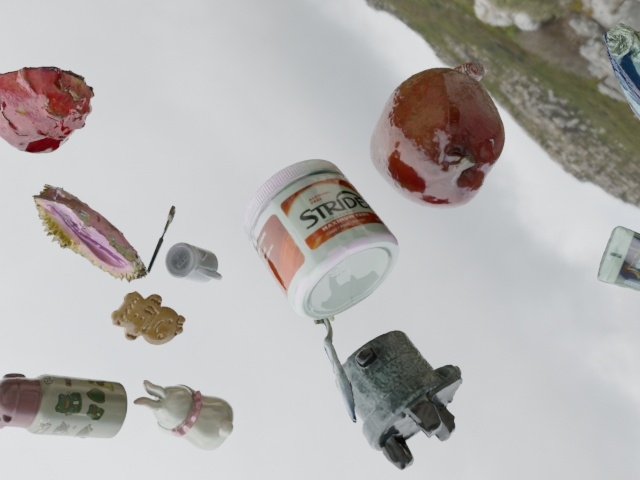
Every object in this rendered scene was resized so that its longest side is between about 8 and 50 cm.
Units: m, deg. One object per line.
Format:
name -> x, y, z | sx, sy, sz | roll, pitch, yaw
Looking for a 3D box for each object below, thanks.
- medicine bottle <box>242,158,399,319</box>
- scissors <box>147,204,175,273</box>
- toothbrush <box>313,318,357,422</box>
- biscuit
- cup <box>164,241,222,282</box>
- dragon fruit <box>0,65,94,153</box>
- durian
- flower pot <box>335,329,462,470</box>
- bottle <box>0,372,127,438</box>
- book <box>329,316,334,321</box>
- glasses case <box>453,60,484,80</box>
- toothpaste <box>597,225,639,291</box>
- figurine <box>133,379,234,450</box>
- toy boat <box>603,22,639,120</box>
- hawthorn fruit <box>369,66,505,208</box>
medicine bottle -> 0.000, 0.000, 1.345 | 0.252, 0.252, 0.241 | 7, -142, -50
scissors -> -0.488, -0.002, 1.989 | 0.017, 0.220, 0.088 | 21, 163, -10
toothbrush -> 0.029, 0.255, 1.426 | 0.042, 0.035, 0.413 | -8, -153, -9
biscuit -> -0.431, 0.202, 1.623 | 0.184, 0.133, 0.027 | 50, 170, -33
cup -> -0.336, 0.062, 1.778 | 0.133, 0.135, 0.099 | 30, -121, -68
dragon fruit -> -0.580, -0.275, 1.377 | 0.162, 0.189, 0.261 | 16, -168, 23
durian -> -0.581, -0.008, 1.624 | 0.341, 0.112, 0.191 | 41, 177, -26
flower pot -> 0.219, 0.395, 1.662 | 0.299, 0.299, 0.283 | 9, -145, -48
bottle -> -0.520, 0.324, 1.285 | 0.253, 0.120, 0.120 | 21, -150, -40
book -> -0.016, 0.141, 1.522 | 0.077, 0.014, 0.111 | 38, -173, -44
glasses case -> 0.298, -0.359, 1.543 | 0.073, 0.194, 0.049 | -6, -105, -47
toothpaste -> 0.644, 0.080, 1.013 | 0.391, 0.099, 0.061 | 19, -164, 18
figurine -> -0.325, 0.387, 1.493 | 0.235, 0.127, 0.155 | 32, 170, -21
toy boat -> 0.370, -0.161, 0.573 | 0.220, 0.067, 0.291 | 40, 174, 12
hawthorn fruit -> 0.247, -0.202, 1.379 | 0.295, 0.295, 0.312 | 26, -130, -28
